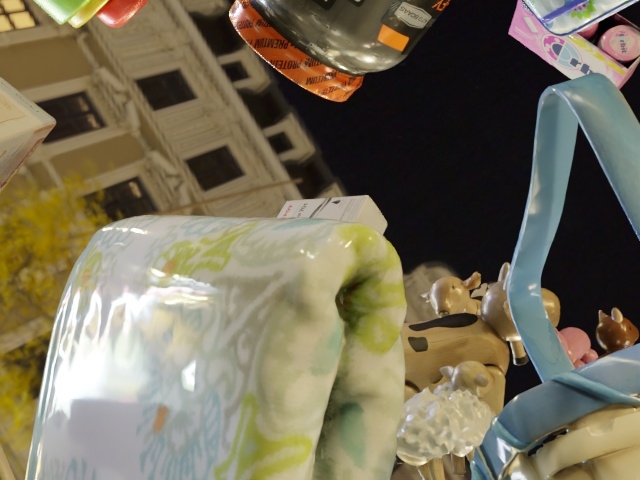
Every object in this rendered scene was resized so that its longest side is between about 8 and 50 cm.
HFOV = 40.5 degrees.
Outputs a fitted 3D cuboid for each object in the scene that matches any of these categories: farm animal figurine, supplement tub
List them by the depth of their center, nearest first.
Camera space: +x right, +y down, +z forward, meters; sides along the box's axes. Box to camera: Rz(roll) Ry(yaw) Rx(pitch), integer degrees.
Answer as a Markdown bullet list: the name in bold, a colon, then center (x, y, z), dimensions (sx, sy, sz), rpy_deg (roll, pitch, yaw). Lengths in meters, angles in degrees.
- **supplement tub**: center (0.064, -0.323, 0.891), dimensions (0.207, 0.207, 0.338), rpy_deg (45, -66, 12)
- **farm animal figurine**: center (0.172, 0.113, 0.945), dimensions (0.330, 0.327, 0.172), rpy_deg (-166, -119, -73)

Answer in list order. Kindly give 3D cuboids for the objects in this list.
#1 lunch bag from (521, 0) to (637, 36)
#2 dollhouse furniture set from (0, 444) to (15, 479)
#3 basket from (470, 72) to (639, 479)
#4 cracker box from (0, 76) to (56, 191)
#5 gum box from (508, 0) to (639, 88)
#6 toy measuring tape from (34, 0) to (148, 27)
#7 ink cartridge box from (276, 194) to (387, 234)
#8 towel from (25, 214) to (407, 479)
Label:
- **lunch bag**: center (0.316, -0.345, 1.007), dimensions (0.176, 0.090, 0.219), rpy_deg (48, -31, -16)
- **dollhouse furniture set**: center (-0.436, 0.349, 0.972), dimensions (0.198, 0.151, 0.301), rpy_deg (-34, -113, 3)
- **basket**: center (0.169, 0.093, 0.443), dimensions (0.254, 0.201, 0.289), rpy_deg (75, -7, -60)
- **cracker box**: center (-0.229, -0.074, 0.413), dimensions (0.156, 0.232, 0.067), rpy_deg (39, -84, -11)
- **gum box**: center (0.353, -0.287, 1.207), dimensions (0.188, 0.062, 0.107), rpy_deg (39, -10, 13)
- **toy measuring tape**: center (-0.160, -0.200, 0.602), dimensions (0.330, 0.121, 0.121), rpy_deg (-130, -147, -66)
- **ink cartridge box**: center (0.000, 0.000, 1.515), dimensions (0.191, 0.139, 0.082), rpy_deg (-1, -42, 39)
- **towel**: center (-0.086, 0.171, 0.492), dimensions (0.320, 0.090, 0.374), rpy_deg (4, -96, 56)
